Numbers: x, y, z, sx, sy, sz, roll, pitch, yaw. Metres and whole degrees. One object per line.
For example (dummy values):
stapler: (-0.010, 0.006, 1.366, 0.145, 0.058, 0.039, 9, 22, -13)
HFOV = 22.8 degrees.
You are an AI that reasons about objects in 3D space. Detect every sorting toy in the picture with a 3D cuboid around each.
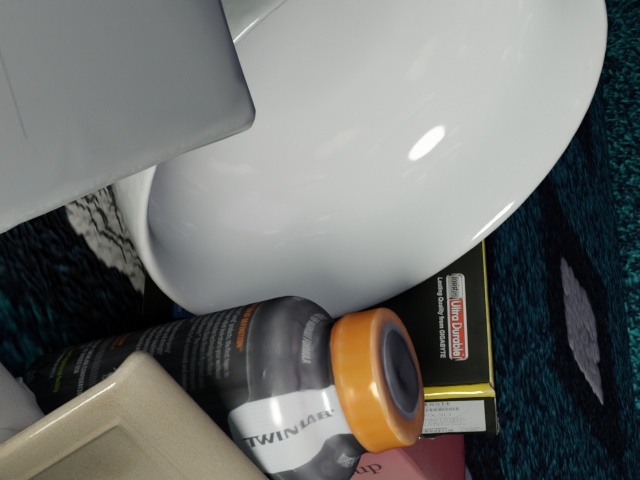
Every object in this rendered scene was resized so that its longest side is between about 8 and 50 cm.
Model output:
sorting toy: (-0.141, 0.155, 0.897, 0.347, 0.196, 0.047, 54, 1, -46)

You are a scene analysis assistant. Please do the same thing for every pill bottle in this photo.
pill bottle: (-0.060, 0.109, 1.011, 0.130, 0.246, 0.130, -14, 90, -69)

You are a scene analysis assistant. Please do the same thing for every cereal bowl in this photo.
cereal bowl: (0.009, -0.106, 1.037, 0.141, 0.339, 0.339, 55, 6, 34)

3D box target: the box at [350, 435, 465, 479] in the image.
box: (0.013, 0.148, 1.316, 0.232, 0.149, 0.126, 51, 33, -48)

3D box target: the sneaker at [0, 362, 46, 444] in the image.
sneaker: (-0.219, 0.081, 0.887, 0.212, 0.080, 0.094, 52, 19, -61)

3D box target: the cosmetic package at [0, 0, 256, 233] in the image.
cosmetic package: (-0.270, -0.118, 0.492, 0.394, 0.329, 0.327, -36, 110, -67)

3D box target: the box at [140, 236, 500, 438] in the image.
box: (0.000, 0.000, 1.215, 0.079, 0.257, 0.322, 75, 13, -54)
